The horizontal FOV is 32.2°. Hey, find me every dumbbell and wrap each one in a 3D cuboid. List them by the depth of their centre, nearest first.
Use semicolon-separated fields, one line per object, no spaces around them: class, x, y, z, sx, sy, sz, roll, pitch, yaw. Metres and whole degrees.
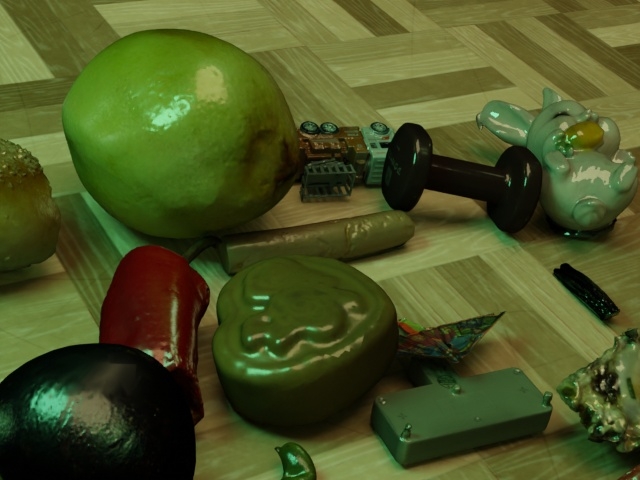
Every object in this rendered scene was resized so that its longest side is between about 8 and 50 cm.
dumbbell;0.213;-0.095;1.685;0.225;0.124;0.140;11;22;-14

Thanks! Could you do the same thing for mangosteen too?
mangosteen;-0.240;0.223;1.100;0.243;0.243;0.243;7;36;-5

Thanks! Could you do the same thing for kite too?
kite;0.151;0.126;1.431;0.241;0.014;0.183;-14;16;-20

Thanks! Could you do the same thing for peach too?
peach;-0.188;-0.149;1.532;0.314;0.281;0.315;-11;28;-30

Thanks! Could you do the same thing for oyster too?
oyster;0.450;0.203;1.409;0.354;0.107;0.201;13;54;-18

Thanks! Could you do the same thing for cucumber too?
cucumber;0.387;0.071;1.611;0.033;0.034;0.135;-15;43;-24

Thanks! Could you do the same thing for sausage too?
sausage;0.000;0.001;1.583;0.301;0.066;0.066;-10;41;-24

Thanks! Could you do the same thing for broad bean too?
broad bean;-0.065;0.291;1.180;0.070;0.048;0.213;23;37;16

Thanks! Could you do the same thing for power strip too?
power strip;0.161;0.191;1.366;0.216;0.061;0.145;-8;35;-25

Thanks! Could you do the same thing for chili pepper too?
chili pepper;-0.203;0.078;1.358;0.131;0.134;0.338;-11;40;7

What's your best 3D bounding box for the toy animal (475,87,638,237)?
toy animal;0.397;-0.135;1.798;0.208;0.154;0.325;-14;36;-22

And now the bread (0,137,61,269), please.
bread;-0.505;-0.067;1.418;0.314;0.171;0.192;22;13;20

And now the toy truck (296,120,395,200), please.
toy truck;0.042;-0.125;1.749;0.178;0.080;0.115;-4;43;-18

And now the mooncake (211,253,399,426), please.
mooncake;-0.018;0.111;1.351;0.235;0.117;0.235;-6;36;4

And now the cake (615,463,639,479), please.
cake;0.386;0.303;1.188;0.262;0.159;0.158;-13;45;-27
